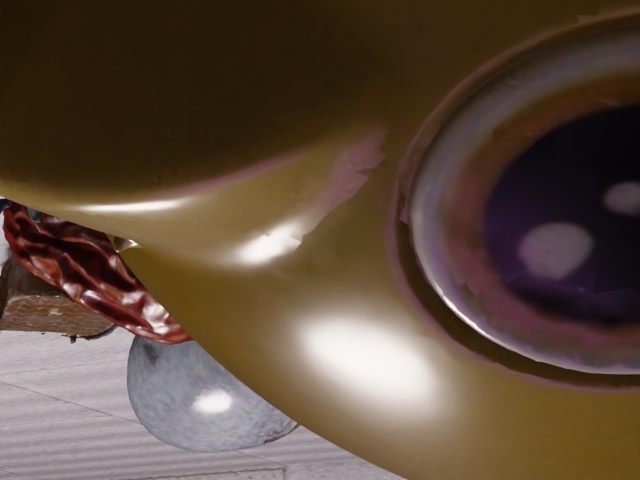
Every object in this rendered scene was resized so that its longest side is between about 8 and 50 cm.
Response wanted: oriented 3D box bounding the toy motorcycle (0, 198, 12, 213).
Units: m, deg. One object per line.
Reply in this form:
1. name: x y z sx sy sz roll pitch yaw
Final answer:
1. toy motorcycle: -0.195 -0.115 0.788 0.327 0.188 0.143 -9 153 24

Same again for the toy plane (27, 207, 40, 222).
1. toy plane: -0.289 -0.052 0.921 0.058 0.226 0.226 14 -171 28

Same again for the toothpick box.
1. toothpick box: 0.098 -0.092 0.520 0.409 0.409 0.425 -14 153 35

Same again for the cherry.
1. cherry: -0.113 0.154 1.560 0.255 0.218 0.296 8 149 -25

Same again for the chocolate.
1. chocolate: -0.301 0.054 1.437 0.148 0.093 0.214 6 161 -24

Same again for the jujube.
1. jujube: -0.182 0.004 1.152 0.230 0.155 0.155 19 167 18
